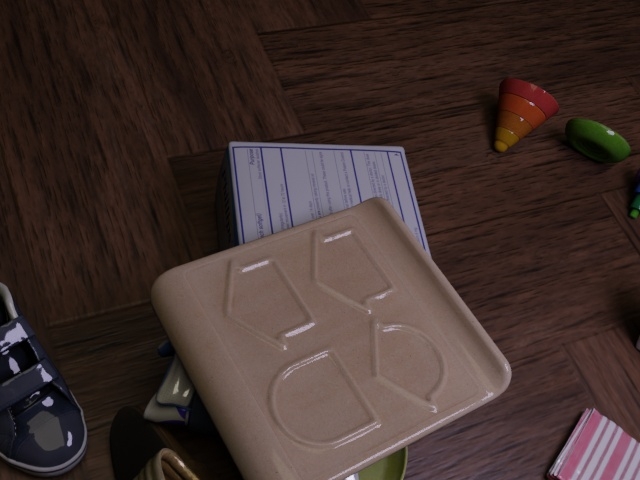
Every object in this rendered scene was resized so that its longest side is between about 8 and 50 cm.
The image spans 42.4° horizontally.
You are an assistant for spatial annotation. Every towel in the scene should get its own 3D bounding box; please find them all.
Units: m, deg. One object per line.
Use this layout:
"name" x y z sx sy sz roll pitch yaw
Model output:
"towel" 0.441 0.356 1.205 0.197 0.029 0.144 39 56 9

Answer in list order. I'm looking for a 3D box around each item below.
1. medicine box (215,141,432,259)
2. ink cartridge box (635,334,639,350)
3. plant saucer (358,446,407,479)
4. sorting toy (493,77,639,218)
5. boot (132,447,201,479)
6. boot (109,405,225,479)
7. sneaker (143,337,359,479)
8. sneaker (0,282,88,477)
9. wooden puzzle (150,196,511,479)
"medicine box" 0.000 0.000 1.244 0.289 0.149 0.264 0 58 -15
"ink cartridge box" 0.589 0.109 1.265 0.134 0.231 0.078 34 54 29
"plant saucer" -0.001 0.279 1.129 0.240 0.037 0.241 7 57 -10
"sorting toy" 0.465 -0.155 1.522 0.365 0.127 0.126 31 84 3
"boot" -0.177 0.390 0.917 0.203 0.095 0.262 -40 64 10
"boot" -0.155 0.330 1.038 0.305 0.112 0.115 47 28 22
"sneaker" -0.097 0.240 1.037 0.236 0.130 0.323 -9 62 -13
"sneaker" -0.415 0.156 1.048 0.126 0.127 0.321 -35 73 -32
"wooden puzzle" 0.009 0.127 1.020 0.347 0.081 0.322 -22 62 -24
